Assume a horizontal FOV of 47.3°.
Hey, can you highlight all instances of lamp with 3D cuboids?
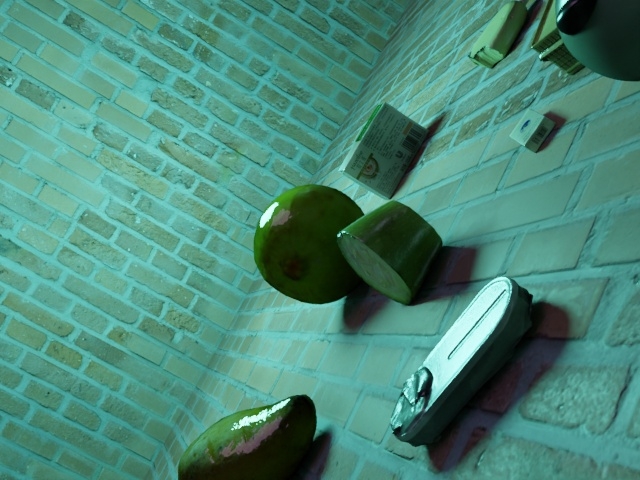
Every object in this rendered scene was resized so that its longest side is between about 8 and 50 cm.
[{"bbox_3d":[0.371,-0.279,0.776,0.244,0.198,0.197,-35,21,29],"label":"lamp"}]

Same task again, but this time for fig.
[{"bbox_3d":[0.000,0.000,1.598,0.258,0.258,0.326,-55,-8,22],"label":"fig"}]

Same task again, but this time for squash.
[{"bbox_3d":[0.119,0.012,1.222,0.123,0.170,0.170,-49,9,-9],"label":"squash"}]

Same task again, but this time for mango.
[{"bbox_3d":[-0.127,0.394,1.330,0.329,0.175,0.176,-25,62,37],"label":"mango"}]

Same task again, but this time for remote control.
[{"bbox_3d":[0.166,0.149,0.875,0.247,0.052,0.104,-55,9,23],"label":"remote control"}]

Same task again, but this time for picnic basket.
[{"bbox_3d":[0.396,-0.343,1.097,0.164,0.079,0.115,-64,12,-22],"label":"picnic basket"}]

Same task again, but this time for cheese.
[{"bbox_3d":[0.404,-0.473,1.519,0.255,0.050,0.127,-56,10,17],"label":"cheese"}]

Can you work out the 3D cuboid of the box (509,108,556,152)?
[{"bbox_3d":[0.322,-0.168,1.114,0.054,0.024,0.083,-59,11,15],"label":"box"}]

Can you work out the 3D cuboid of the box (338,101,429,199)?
[{"bbox_3d":[0.151,-0.214,1.762,0.199,0.135,0.081,-59,9,-2],"label":"box"}]
